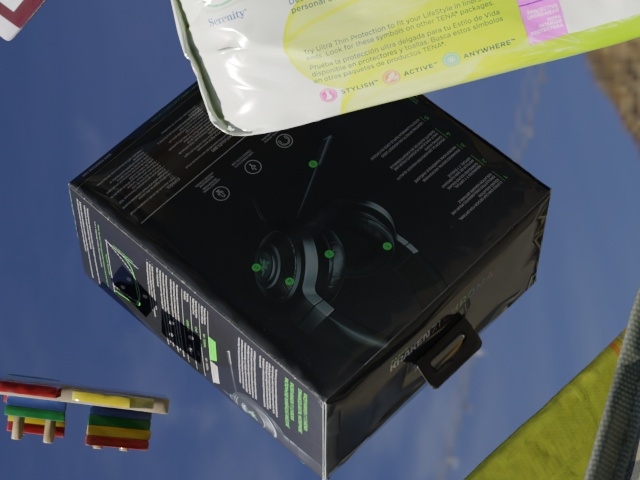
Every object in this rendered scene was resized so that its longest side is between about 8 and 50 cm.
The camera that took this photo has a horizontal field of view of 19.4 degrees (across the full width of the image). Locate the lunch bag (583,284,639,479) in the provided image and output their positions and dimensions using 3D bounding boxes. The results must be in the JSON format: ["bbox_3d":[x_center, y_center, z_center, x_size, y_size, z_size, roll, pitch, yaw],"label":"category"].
[{"bbox_3d":[0.212,0.039,0.536,0.235,0.169,0.287,37,-118,-36],"label":"lunch bag"}]

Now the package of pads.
[{"bbox_3d":[0.085,-0.150,0.927,0.229,0.296,0.101,-70,-37,-71],"label":"package of pads"}]

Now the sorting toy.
[{"bbox_3d":[-0.187,0.136,1.460,0.274,0.132,0.046,153,125,-82],"label":"sorting toy"}]

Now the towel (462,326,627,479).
[{"bbox_3d":[0.177,0.117,1.203,0.237,0.021,0.102,-41,-51,-12],"label":"towel"}]

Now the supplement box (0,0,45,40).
[{"bbox_3d":[-0.146,-0.239,1.015,0.130,0.239,0.073,38,-150,-15],"label":"supplement box"}]

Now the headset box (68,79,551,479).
[{"bbox_3d":[0.000,0.000,1.398,0.246,0.283,0.131,-42,-24,-23],"label":"headset box"}]
